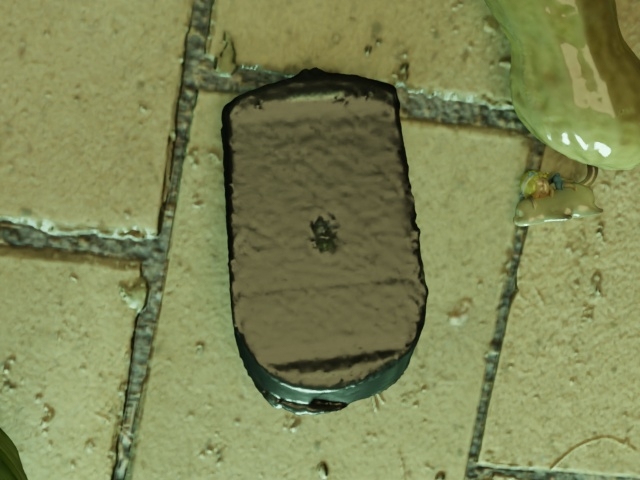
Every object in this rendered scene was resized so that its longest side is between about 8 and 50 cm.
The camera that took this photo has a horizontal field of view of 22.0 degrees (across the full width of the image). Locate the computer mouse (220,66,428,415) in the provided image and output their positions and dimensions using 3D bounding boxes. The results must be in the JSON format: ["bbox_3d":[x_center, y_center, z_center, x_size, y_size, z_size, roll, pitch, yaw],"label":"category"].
[{"bbox_3d":[-0.001,0.001,1.414,0.168,0.087,0.295,-4,91,-9],"label":"computer mouse"}]

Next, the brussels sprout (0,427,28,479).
[{"bbox_3d":[-0.319,0.251,1.282,0.243,0.274,0.316,-32,116,-31],"label":"brussels sprout"}]

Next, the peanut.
[{"bbox_3d":[0.208,-0.167,1.417,0.123,0.123,0.256,-33,107,-6],"label":"peanut"}]

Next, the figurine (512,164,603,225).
[{"bbox_3d":[0.212,-0.042,1.488,0.083,0.047,0.050,-9,90,-7],"label":"figurine"}]
